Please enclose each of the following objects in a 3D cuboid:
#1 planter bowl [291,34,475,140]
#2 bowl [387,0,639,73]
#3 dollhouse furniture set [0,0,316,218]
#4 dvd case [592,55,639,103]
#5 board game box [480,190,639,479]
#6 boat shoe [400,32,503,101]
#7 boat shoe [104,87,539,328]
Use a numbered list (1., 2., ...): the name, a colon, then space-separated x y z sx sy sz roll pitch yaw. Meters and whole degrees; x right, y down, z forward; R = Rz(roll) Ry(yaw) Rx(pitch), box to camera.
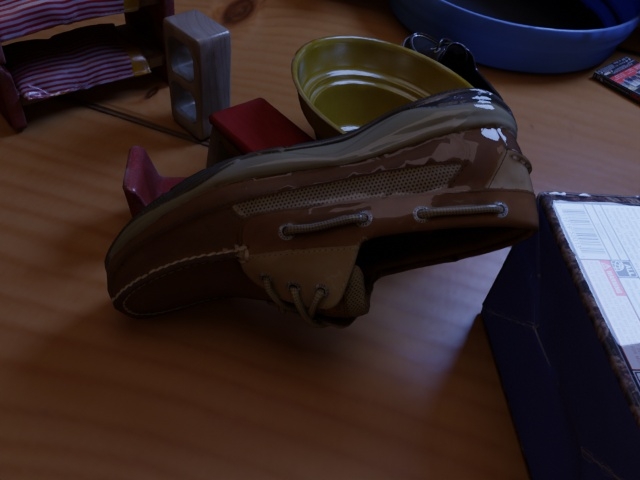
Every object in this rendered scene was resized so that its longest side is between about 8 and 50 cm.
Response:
1. planter bowl: 0.064 -0.111 0.589 0.217 0.090 0.217 12 43 -12
2. bowl: 0.288 -0.384 0.896 0.392 0.077 0.391 4 46 -4
3. dollhouse furniture set: -0.185 -0.158 0.564 0.201 0.152 0.374 -30 57 -30
4. dvd case: 0.452 -0.214 0.804 0.087 0.013 0.119 -28 56 -30
5. board game box: 0.295 0.099 0.400 0.291 0.141 0.232 2 47 -6
6. boat shoe: 0.158 -0.204 0.708 0.080 0.076 0.228 -4 48 -12
7. boat shoe: 0.000 0.000 0.421 0.324 0.122 0.119 -21 68 8
